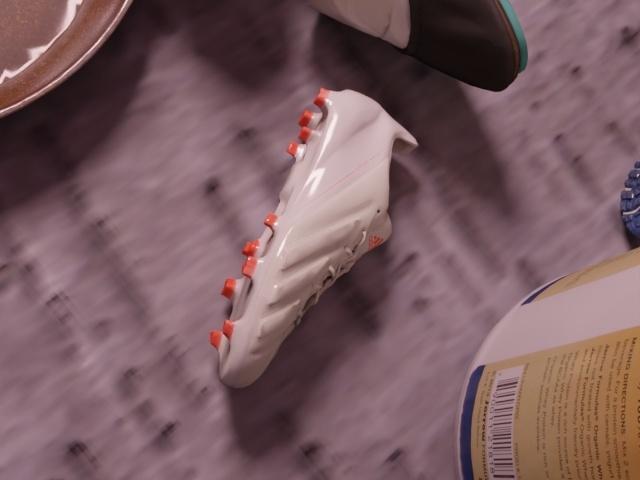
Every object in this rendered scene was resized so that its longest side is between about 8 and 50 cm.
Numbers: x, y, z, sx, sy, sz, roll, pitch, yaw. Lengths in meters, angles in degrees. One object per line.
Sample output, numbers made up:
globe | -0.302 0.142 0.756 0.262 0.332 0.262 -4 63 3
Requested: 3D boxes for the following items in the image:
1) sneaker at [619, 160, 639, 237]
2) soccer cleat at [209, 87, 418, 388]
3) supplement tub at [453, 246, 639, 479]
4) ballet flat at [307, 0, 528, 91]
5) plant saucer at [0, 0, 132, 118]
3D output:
sneaker | 0.251 -0.052 0.618 0.058 0.052 0.135 34 71 -9
soccer cleat | 0.000 0.000 0.532 0.076 0.068 0.196 27 69 -10
supplement tub | 0.220 0.097 0.431 0.229 0.316 0.228 3 76 -14
ballet flat | 0.022 -0.198 0.578 0.096 0.095 0.280 -24 73 -9
plant saucer | -0.253 -0.194 0.521 0.311 0.050 0.310 4 75 -15
